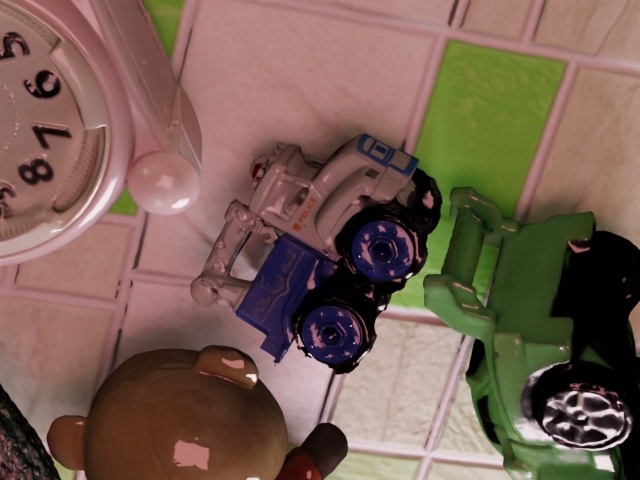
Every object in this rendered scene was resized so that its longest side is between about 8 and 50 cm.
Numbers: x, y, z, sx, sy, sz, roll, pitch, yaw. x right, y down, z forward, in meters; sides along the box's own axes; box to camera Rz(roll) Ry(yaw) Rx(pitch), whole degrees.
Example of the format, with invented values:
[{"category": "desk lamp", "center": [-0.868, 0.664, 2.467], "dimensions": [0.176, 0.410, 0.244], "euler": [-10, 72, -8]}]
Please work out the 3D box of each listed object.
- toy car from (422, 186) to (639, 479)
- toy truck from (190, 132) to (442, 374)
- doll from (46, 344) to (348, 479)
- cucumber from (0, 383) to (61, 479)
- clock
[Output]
[{"category": "toy car", "center": [0.223, 0.126, 1.504], "dimensions": [0.176, 0.213, 0.358], "euler": [-2, 131, 19]}, {"category": "toy truck", "center": [0.000, 0.000, 1.438], "dimensions": [0.177, 0.161, 0.213], "euler": [30, 110, 1]}, {"category": "doll", "center": [-0.098, 0.243, 1.526], "dimensions": [0.235, 0.174, 0.330], "euler": [-25, 121, 17]}, {"category": "cucumber", "center": [-0.322, 0.144, 1.440], "dimensions": [0.074, 0.074, 0.241], "euler": [-26, 118, 4]}, {"category": "clock", "center": [-0.293, -0.122, 1.287], "dimensions": [0.326, 0.184, 0.342], "euler": [-20, 116, 6]}]
